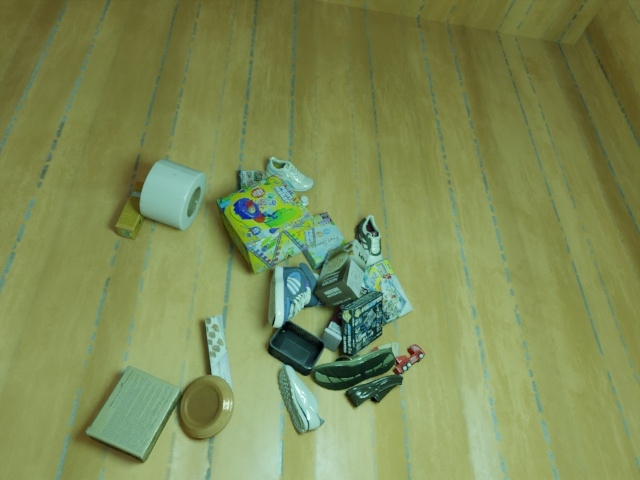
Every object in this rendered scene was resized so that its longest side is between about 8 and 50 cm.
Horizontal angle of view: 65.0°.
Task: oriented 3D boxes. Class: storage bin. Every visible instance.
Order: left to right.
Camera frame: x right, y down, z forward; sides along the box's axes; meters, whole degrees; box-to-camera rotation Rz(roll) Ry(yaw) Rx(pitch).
[{"bbox_3d":[-0.087,0.388,1.814,0.180,0.084,0.122,31,56,7],"label":"storage bin"}]

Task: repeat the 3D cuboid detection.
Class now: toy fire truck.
[{"bbox_3d":[0.286,0.431,1.891,0.192,0.047,0.135,-28,68,-26],"label":"toy fire truck"}]

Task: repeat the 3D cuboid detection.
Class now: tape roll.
[{"bbox_3d":[-0.575,-0.179,1.977,0.169,0.246,0.246,20,55,0],"label":"tape roll"}]

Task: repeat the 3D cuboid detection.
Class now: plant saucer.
[{"bbox_3d":[-0.376,0.534,1.626,0.200,0.037,0.200,-8,62,16],"label":"plant saucer"}]

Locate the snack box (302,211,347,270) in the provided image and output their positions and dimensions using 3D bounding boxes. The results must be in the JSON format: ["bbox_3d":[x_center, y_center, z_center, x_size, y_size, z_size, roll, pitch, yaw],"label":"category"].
[{"bbox_3d":[0.000,0.000,2.094,0.174,0.070,0.207,-22,66,-24],"label":"snack box"}]

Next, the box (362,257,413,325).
[{"bbox_3d":[0.244,0.206,1.989,0.159,0.044,0.233,-23,82,-23],"label":"box"}]

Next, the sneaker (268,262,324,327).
[{"bbox_3d":[-0.064,0.212,1.859,0.236,0.130,0.323,12,29,-11],"label":"sneaker"}]

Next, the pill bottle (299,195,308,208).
[{"bbox_3d":[-0.076,-0.155,2.169,0.043,0.083,0.043,6,57,-9],"label":"pill bottle"}]

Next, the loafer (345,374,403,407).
[{"bbox_3d":[0.199,0.539,1.792,0.220,0.080,0.078,-14,71,-15],"label":"loafer"}]

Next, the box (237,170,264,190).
[{"bbox_3d":[-0.297,-0.216,2.187,0.114,0.036,0.207,-1,58,-13],"label":"box"}]

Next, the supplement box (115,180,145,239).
[{"bbox_3d":[-0.736,-0.122,2.004,0.080,0.078,0.233,12,55,-5],"label":"supplement box"}]

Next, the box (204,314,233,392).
[{"bbox_3d":[-0.353,0.420,1.744,0.063,0.067,0.324,-6,58,-16],"label":"box"}]

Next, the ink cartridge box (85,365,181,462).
[{"bbox_3d":[-0.584,0.548,1.595,0.193,0.088,0.235,23,56,4],"label":"ink cartridge box"}]

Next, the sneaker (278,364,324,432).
[{"bbox_3d":[-0.069,0.538,1.731,0.094,0.090,0.235,-9,63,-33],"label":"sneaker"}]

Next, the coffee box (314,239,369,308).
[{"bbox_3d":[0.084,0.124,1.903,0.098,0.141,0.246,50,33,-22],"label":"coffee box"}]

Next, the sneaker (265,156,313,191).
[{"bbox_3d":[-0.137,-0.293,2.241,0.228,0.092,0.087,22,54,1],"label":"sneaker"}]

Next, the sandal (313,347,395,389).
[{"bbox_3d":[0.118,0.453,1.809,0.302,0.120,0.086,-12,27,-12],"label":"sandal"}]

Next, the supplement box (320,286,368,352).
[{"bbox_3d":[0.088,0.287,1.891,0.073,0.130,0.239,30,55,8],"label":"supplement box"}]

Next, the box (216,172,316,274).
[{"bbox_3d":[-0.212,-0.070,1.971,0.279,0.177,0.290,-27,53,-17],"label":"box"}]

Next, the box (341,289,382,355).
[{"bbox_3d":[0.156,0.297,1.833,0.051,0.175,0.220,8,16,34],"label":"box"}]

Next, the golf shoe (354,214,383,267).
[{"bbox_3d":[0.209,0.025,2.097,0.105,0.120,0.273,-5,60,-17],"label":"golf shoe"}]
